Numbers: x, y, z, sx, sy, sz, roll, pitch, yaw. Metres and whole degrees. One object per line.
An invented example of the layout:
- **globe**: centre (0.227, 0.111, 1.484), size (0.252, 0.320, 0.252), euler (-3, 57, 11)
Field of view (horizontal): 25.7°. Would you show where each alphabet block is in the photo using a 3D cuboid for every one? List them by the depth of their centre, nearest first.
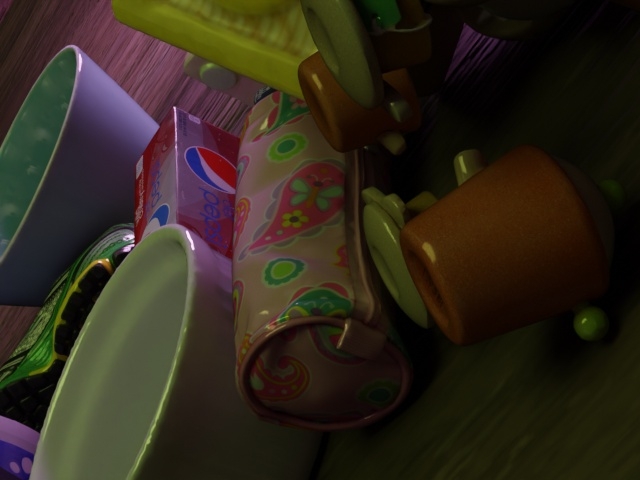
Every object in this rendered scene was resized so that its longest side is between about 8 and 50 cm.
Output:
- **alphabet block**: centre (0.000, -0.215, 0.989), size (0.197, 0.192, 0.193), euler (-16, -54, -62)

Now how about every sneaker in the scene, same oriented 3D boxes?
- **sneaker**: centre (-0.257, 0.133, 1.457), size (0.343, 0.134, 0.146), euler (-51, 19, 12)

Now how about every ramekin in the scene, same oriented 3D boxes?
- **ramekin**: centre (-0.108, 0.139, 1.077), size (0.277, 0.135, 0.277), euler (-48, 28, 36)

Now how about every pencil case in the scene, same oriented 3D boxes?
- **pencil case**: centre (0.000, 0.000, 0.997), size (0.124, 0.124, 0.284), euler (-50, 25, 34)

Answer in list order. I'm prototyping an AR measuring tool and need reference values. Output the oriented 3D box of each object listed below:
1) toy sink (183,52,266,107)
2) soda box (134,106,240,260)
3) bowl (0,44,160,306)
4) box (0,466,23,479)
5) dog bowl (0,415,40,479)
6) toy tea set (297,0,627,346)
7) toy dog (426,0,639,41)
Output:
- **toy sink**: centre (-0.024, -0.196, 1.228), size (0.153, 0.131, 0.234), euler (-37, 36, 50)
- **soda box**: centre (-0.116, -0.011, 1.297), size (0.083, 0.092, 0.263), euler (-52, 25, 27)
- **bowl**: centre (-0.273, -0.047, 1.590), size (0.311, 0.163, 0.311), euler (-49, 27, 36)
- **box**: centre (-0.312, 0.323, 1.167), size (0.261, 0.184, 0.103), euler (-52, 31, -1)
- **dog bowl**: centre (-0.358, 0.279, 1.323), size (0.265, 0.265, 0.104), euler (-50, 29, 33)
- **toy tea set**: centre (0.064, -0.094, 0.789), size (0.124, 0.336, 0.200), euler (-26, 19, -7)
- **toy dog**: centre (0.161, -0.263, 0.840), size (0.220, 0.161, 0.334), euler (-37, -40, -52)
